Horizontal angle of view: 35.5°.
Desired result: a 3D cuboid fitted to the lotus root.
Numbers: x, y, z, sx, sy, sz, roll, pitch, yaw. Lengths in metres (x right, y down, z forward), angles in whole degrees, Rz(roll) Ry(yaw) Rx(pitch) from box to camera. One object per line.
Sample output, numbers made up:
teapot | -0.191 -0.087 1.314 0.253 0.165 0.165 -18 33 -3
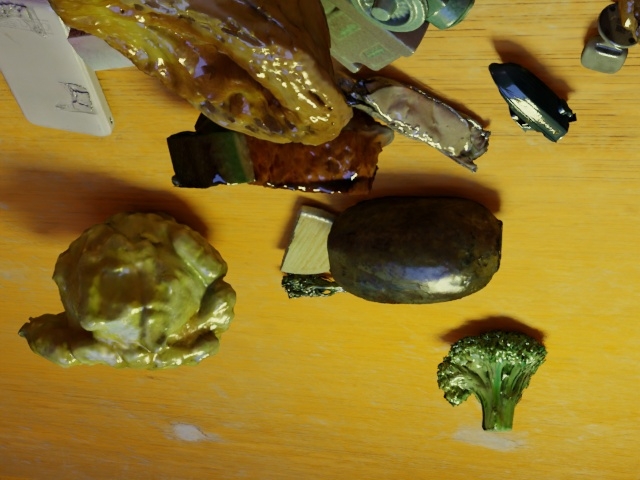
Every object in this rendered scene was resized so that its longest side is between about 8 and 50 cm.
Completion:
lotus root | 0.142 0.015 1.518 0.275 0.152 0.160 -5 126 19

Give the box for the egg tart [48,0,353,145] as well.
egg tart | -0.110 -0.224 0.987 0.352 0.150 0.352 28 173 4

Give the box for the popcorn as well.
popcorn | -0.312 0.089 1.688 0.335 0.279 0.274 15 -169 -9

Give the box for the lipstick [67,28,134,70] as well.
lipstick | -0.157 -0.267 1.224 0.317 0.066 0.068 -2 149 24

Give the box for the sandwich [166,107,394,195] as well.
sandwich | -0.051 -0.143 1.327 0.301 0.162 0.250 -1 -172 -11

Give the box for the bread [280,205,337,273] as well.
bread | 0.003 0.003 1.668 0.112 0.036 0.193 10 148 -7

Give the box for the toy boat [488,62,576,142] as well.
toy boat | 0.254 -0.178 1.237 0.141 0.055 0.060 33 138 -33

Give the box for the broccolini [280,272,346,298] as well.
broccolini | 0.048 0.087 1.789 0.239 0.054 0.051 4 136 9

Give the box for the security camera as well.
security camera | 0.330 -0.226 1.144 0.058 0.058 0.092 13 163 -2

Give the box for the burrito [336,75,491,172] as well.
burrito | 0.125 -0.163 1.315 0.229 0.058 0.063 26 153 -19

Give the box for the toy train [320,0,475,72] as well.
toy train | 0.008 -0.307 1.018 0.304 0.150 0.221 35 159 -19

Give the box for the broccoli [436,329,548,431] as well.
broccoli | 0.319 0.264 1.847 0.220 0.194 0.194 -11 144 26

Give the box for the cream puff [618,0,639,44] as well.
cream puff | 0.373 -0.245 1.027 0.119 0.104 0.133 -42 136 17

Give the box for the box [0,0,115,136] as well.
box | -0.380 -0.242 1.376 0.142 0.044 0.285 9 151 9
